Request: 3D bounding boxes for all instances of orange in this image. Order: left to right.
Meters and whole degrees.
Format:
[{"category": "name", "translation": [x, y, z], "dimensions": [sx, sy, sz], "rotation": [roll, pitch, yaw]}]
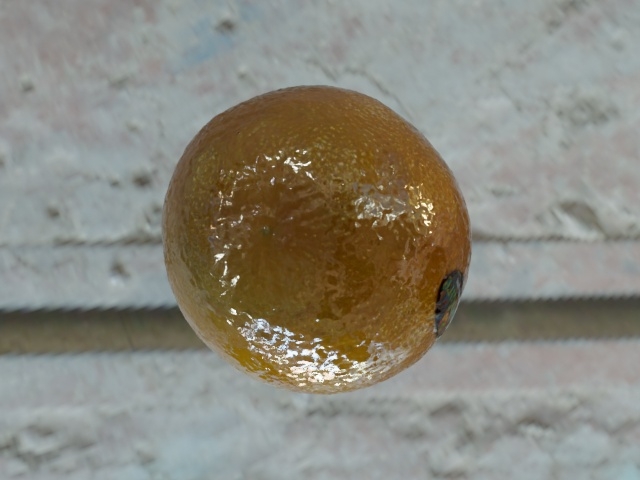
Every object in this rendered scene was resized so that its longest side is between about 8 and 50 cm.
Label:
[{"category": "orange", "translation": [0.000, 0.000, 1.194], "dimensions": [0.206, 0.206, 0.206], "rotation": [-10, 123, -15]}]
